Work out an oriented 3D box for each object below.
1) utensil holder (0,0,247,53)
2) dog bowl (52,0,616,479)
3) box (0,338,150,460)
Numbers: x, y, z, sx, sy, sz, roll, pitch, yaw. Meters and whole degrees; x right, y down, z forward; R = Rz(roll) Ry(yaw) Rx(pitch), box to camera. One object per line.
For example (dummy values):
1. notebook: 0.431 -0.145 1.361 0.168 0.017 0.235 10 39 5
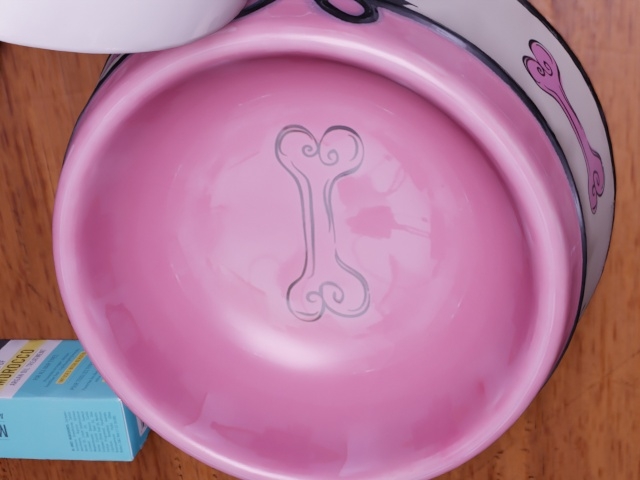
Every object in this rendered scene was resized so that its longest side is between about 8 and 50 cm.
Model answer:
1. utensil holder: -0.108 -0.330 0.458 0.328 0.327 0.385 29 127 -2
2. dog bowl: 0.000 0.000 0.707 0.408 0.150 0.407 5 115 11
3. box: -0.258 0.131 0.850 0.244 0.100 0.060 -1 113 12
